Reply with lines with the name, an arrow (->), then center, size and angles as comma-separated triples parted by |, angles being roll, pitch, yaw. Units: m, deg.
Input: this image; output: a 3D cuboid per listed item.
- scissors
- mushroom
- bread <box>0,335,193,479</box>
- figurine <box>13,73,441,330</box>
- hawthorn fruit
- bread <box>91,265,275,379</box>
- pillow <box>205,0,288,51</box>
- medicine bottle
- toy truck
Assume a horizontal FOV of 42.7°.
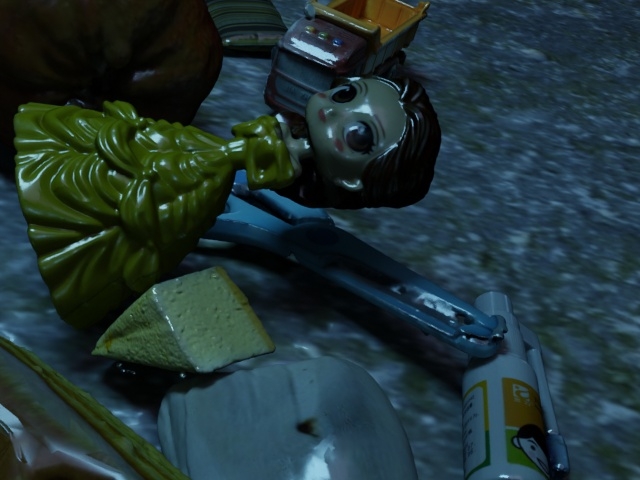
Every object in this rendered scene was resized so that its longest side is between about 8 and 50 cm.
scissors -> 0.000, 0.001, 0.752 | 0.393, 0.032, 0.180 | 30, 41, 31
mushroom -> -0.002, 0.202, 0.478 | 0.159, 0.122, 0.328 | -26, 41, 5
bread -> -0.140, 0.170, 0.386 | 0.234, 0.110, 0.184 | 31, 81, 21
figurine -> -0.058, -0.061, 0.652 | 0.316, 0.168, 0.187 | -15, 32, -4
hawthorn fruit -> -0.223, -0.193, 0.794 | 0.258, 0.258, 0.262 | 13, 17, -4
bread -> -0.108, 0.080, 0.596 | 0.084, 0.109, 0.080 | -12, 65, -53
pillow -> -0.111, -0.320, 1.160 | 0.113, 0.038, 0.203 | -3, 40, -19
medicine bottle -> 0.157, 0.131, 0.663 | 0.092, 0.061, 0.220 | 35, 33, -16
toy truck -> 0.037, -0.238, 1.026 | 0.114, 0.135, 0.270 | 27, 38, 13
